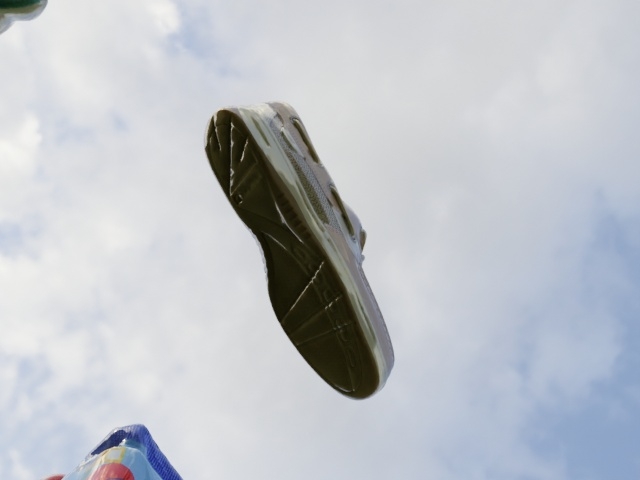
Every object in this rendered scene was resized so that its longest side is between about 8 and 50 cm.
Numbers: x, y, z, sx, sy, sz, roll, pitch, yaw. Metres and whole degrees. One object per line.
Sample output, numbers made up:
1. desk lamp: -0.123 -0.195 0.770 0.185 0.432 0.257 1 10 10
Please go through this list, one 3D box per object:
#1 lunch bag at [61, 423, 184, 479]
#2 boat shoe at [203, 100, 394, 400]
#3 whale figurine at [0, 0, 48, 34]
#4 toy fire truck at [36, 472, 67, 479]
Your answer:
1. lunch bag: -0.059 0.267 0.433 0.138 0.221 0.293 -32 -71 21
2. boat shoe: 0.000 0.000 1.103 0.121 0.110 0.341 -34 -101 49
3. whale figurine: -0.424 -0.265 1.119 0.272 0.216 0.141 -13 -56 9
4. toy fire truck: -0.217 0.295 0.939 0.135 0.047 0.192 -42 -124 46
